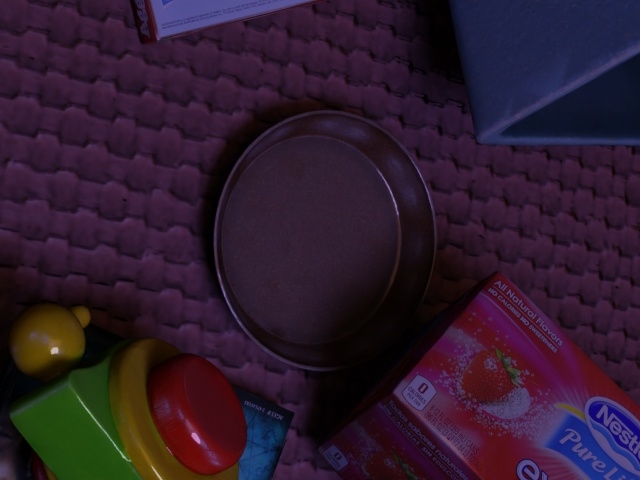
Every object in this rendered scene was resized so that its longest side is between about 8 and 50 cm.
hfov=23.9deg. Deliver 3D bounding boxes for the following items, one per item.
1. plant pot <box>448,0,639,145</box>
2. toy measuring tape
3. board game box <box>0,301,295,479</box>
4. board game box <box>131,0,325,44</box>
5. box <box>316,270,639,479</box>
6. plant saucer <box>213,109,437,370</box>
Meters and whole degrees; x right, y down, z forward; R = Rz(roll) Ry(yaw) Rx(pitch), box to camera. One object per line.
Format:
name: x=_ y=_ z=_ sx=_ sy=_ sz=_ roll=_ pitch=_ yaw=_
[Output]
plant pot: x=0.222 y=-0.224 z=0.979 sx=0.247 sy=0.247 sz=0.252 roll=-3 pitch=70 yaw=-45
toy measuring tape: x=-0.066 y=0.163 z=0.864 sx=0.121 sy=0.121 sz=0.330 roll=-42 pitch=107 yaw=-23
board game box: x=-0.115 y=0.130 z=0.921 sx=0.186 sy=0.026 sz=0.126 roll=27 pitch=77 yaw=-28
board game box: x=-0.005 y=-0.227 z=0.979 sx=0.281 sy=0.027 sz=0.145 roll=-18 pitch=102 yaw=-29
box: x=0.143 y=0.163 z=0.961 sx=0.257 sy=0.122 sz=0.128 roll=45 pitch=55 yaw=1
plant saucer: x=0.000 y=0.000 z=0.986 sx=0.168 sy=0.029 sz=0.168 roll=0 pitch=91 yaw=-32
